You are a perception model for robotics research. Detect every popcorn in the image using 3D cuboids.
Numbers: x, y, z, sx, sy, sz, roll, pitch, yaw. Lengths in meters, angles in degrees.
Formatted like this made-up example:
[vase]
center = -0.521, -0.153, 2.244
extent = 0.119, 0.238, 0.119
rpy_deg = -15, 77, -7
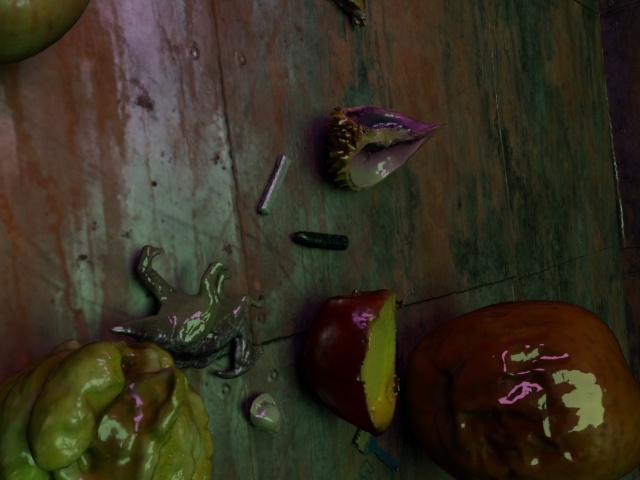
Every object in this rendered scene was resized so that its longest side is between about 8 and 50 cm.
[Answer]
[popcorn]
center = -0.241, 0.229, 0.605
extent = 0.250, 0.242, 0.234
rpy_deg = 36, 60, -40

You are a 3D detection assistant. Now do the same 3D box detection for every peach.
[peach]
center = 0.050, 0.225, 0.944
extent = 0.159, 0.154, 0.267
rpy_deg = -18, 109, -53

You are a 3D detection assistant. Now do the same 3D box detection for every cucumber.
[cucumber]
center = 0.000, 0.000, 0.996
extent = 0.133, 0.032, 0.032
rpy_deg = 7, 82, -45

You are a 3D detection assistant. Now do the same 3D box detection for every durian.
[durian]
center = 0.097, -0.183, 1.044
extent = 0.261, 0.154, 0.186
rpy_deg = 3, 107, -50

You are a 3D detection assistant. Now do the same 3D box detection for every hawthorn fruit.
[hawthorn fruit]
center = 0.407, 0.337, 1.087
extent = 0.472, 0.472, 0.470
rpy_deg = 4, 84, -44

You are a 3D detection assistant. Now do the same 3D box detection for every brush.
[brush]
center = 0.121, 0.440, 1.092
extent = 0.164, 0.014, 0.051
rpy_deg = 50, 57, -30

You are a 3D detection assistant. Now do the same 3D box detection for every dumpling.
[dumpling]
center = -0.091, 0.288, 0.881
extent = 0.077, 0.043, 0.059
rpy_deg = 31, 48, -21

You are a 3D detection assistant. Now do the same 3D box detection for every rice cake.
[rice cake]
center = -0.082, -0.099, 0.932
extent = 0.022, 0.022, 0.121
rpy_deg = 34, 62, -32

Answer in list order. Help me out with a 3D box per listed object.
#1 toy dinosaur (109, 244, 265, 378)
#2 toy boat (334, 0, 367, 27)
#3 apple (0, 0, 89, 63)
[toy dinosaur]
center = -0.175, 0.116, 0.785
extent = 0.294, 0.077, 0.162
rpy_deg = 26, 69, -41
[toy boat]
center = 0.046, -0.498, 1.071
extent = 0.149, 0.047, 0.048
rpy_deg = 38, 75, -33
[apple]
center = -0.371, -0.315, 0.549
extent = 0.261, 0.194, 0.260
rpy_deg = 8, 79, -44
